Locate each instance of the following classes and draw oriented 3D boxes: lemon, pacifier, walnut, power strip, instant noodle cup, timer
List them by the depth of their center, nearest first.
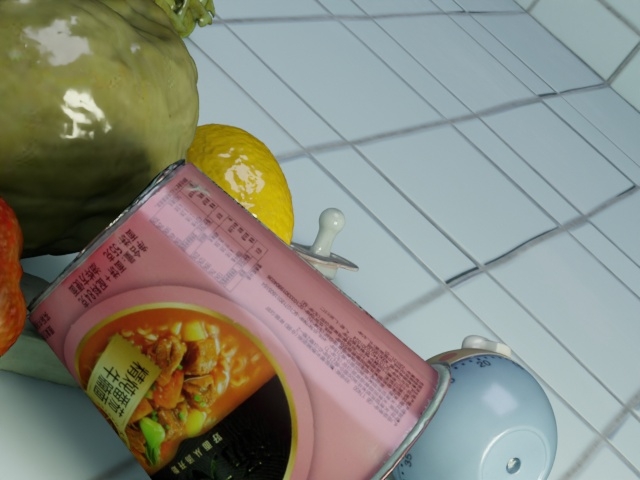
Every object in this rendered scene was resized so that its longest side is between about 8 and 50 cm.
[{"bbox_3d":[-0.070,0.085,1.018,0.255,0.244,0.244,46,23,-5],"label":"instant noodle cup"},{"bbox_3d":[-0.246,-0.114,1.133,0.276,0.253,0.282,10,38,-49],"label":"walnut"},{"bbox_3d":[-0.168,0.087,1.138,0.285,0.048,0.080,19,33,-37],"label":"power strip"},{"bbox_3d":[0.123,0.147,1.310,0.175,0.175,0.255,23,27,-32],"label":"timer"},{"bbox_3d":[-0.094,-0.027,1.335,0.142,0.142,0.187,9,48,-48],"label":"lemon"},{"bbox_3d":[0.000,0.000,1.498,0.099,0.078,0.081,12,14,-44],"label":"pacifier"}]

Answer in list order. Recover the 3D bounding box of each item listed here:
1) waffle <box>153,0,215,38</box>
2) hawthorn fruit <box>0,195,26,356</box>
[{"bbox_3d":[-0.212,-0.371,1.664,0.317,0.073,0.297,-32,116,-64],"label":"waffle"},{"bbox_3d":[-0.302,0.030,0.938,0.203,0.163,0.163,-3,44,-31],"label":"hawthorn fruit"}]
